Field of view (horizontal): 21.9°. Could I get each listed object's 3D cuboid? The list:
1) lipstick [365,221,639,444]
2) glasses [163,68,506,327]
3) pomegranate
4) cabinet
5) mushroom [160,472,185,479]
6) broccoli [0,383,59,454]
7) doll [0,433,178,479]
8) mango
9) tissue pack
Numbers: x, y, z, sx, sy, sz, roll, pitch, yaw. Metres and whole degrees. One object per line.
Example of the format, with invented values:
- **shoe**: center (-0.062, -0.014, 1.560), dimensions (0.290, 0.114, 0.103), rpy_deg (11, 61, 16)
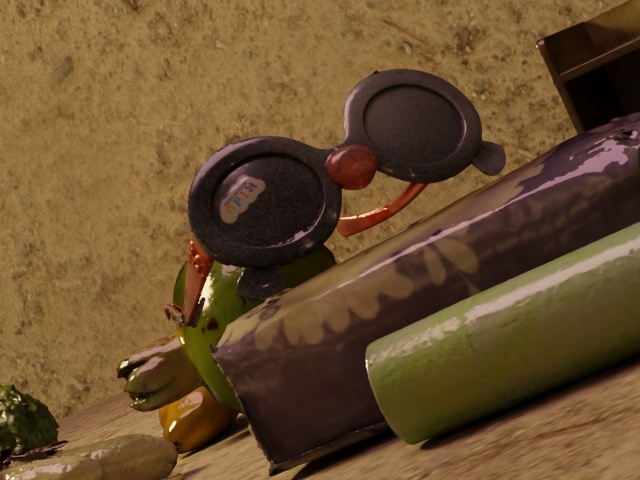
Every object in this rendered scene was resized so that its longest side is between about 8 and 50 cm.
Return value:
- **lipstick**: center (0.173, 0.034, 0.970), dimensions (0.304, 0.076, 0.076), rpy_deg (-25, 1, 18)
- **glasses**: center (0.000, 0.000, 1.240), dimensions (0.234, 0.118, 0.268), rpy_deg (-30, -18, -22)
- **pomegranate**: center (-0.080, 0.087, 1.597), dimensions (0.248, 0.202, 0.202), rpy_deg (-24, 0, -5)
- **cabinet**: center (0.319, -0.113, 1.399), dimensions (0.175, 0.215, 0.148), rpy_deg (-24, 2, 28)
- **mushroom**: center (-0.175, 0.226, 1.260), dimensions (0.028, 0.026, 0.286), rpy_deg (-8, 6, 23)
- **broccoli**: center (-0.438, 0.266, 1.938), dimensions (0.254, 0.186, 0.302), rpy_deg (17, 15, 17)
- **doll**: center (-0.269, 0.212, 1.442), dimensions (0.278, 0.149, 0.175), rpy_deg (-10, -41, -34)
- **mango**: center (-0.125, 0.168, 1.706), dimensions (0.098, 0.075, 0.190), rpy_deg (-44, 5, 5)
- **tissue pack**: center (0.110, 0.034, 1.183), dimensions (0.344, 0.125, 0.242), rpy_deg (-27, 1, 16)
